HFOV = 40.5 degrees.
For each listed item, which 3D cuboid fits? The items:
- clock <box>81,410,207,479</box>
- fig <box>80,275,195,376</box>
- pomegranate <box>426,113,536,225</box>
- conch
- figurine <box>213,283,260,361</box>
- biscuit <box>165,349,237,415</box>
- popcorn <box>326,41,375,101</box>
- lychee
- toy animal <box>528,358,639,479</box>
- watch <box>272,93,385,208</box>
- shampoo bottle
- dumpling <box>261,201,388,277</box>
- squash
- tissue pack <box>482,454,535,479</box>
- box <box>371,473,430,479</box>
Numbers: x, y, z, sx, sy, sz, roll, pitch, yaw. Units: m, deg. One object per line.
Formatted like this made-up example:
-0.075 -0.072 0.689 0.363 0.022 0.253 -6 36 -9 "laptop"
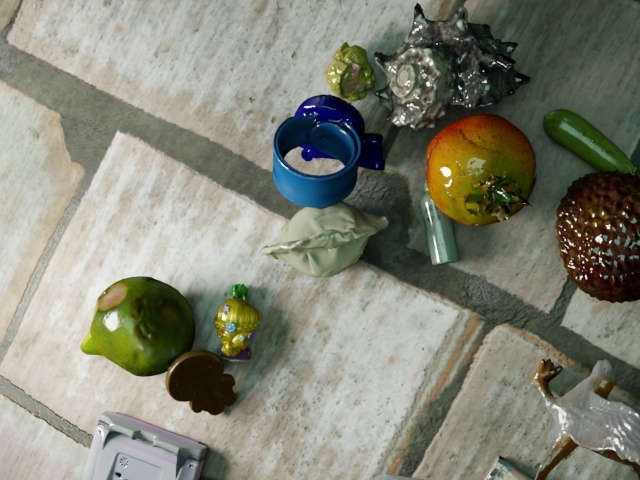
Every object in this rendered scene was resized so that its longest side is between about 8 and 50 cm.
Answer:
-0.367 0.477 1.782 0.253 0.083 0.186 16 91 13 "clock"
-0.392 0.189 1.772 0.275 0.206 0.206 -27 80 39 "fig"
0.296 -0.124 1.589 0.210 0.235 0.210 -5 120 -8 "pomegranate"
0.229 -0.309 1.620 0.313 0.186 0.240 7 65 28 "conch"
-0.170 0.164 1.740 0.095 0.115 0.156 8 87 3 "figurine"
-0.238 0.286 1.735 0.124 0.175 0.026 -35 38 -2 "biscuit"
0.055 -0.335 1.725 0.097 0.109 0.089 -26 44 -23 "popcorn"
0.533 -0.005 1.532 0.236 0.236 0.271 -36 56 9 "lychee"
0.459 0.373 1.584 0.284 0.225 0.302 -35 59 12 "toy animal"
0.007 -0.160 1.656 0.196 0.171 0.200 12 55 16 "watch"
0.225 -0.051 1.689 0.056 0.056 0.195 -13 84 12 "shampoo bottle"
0.000 0.000 1.666 0.258 0.193 0.147 -13 93 24 "dumpling"
0.506 -0.179 1.626 0.201 0.066 0.066 38 96 12 "squash"
0.356 0.462 1.629 0.094 0.059 0.074 31 92 12 "tissue pack"
0.209 0.510 1.593 0.337 0.264 0.106 5 60 12 "box"
